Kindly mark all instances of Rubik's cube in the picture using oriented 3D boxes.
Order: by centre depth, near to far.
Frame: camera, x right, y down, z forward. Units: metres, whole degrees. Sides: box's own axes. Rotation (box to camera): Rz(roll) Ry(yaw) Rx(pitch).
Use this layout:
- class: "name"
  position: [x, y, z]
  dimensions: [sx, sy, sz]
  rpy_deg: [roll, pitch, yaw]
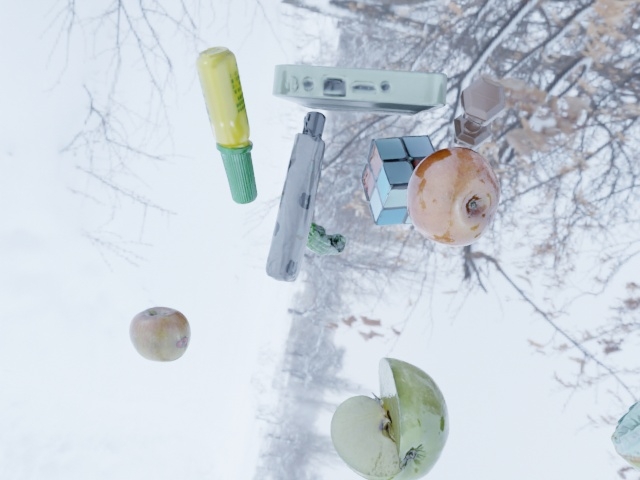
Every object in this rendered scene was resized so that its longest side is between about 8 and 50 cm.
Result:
- class: "Rubik's cube"
  position: [0.221, -0.161, 1.554]
  dimensions: [0.183, 0.167, 0.180]
  rpy_deg: [100, -21, -53]

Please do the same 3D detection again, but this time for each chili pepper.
- class: "chili pepper"
  position: [0.004, -0.004, 1.761]
  dimensions: [0.257, 0.074, 0.100]
  rpy_deg: [27, 56, -61]

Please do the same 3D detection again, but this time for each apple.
- class: "apple"
  position: [-0.222, 0.131, 0.794]
  dimensions: [0.084, 0.083, 0.071]
  rpy_deg: [-75, 167, -78]
- class: "apple"
  position: [0.275, -0.086, 1.163]
  dimensions: [0.162, 0.201, 0.201]
  rpy_deg: [-134, -132, -56]
- class: "apple"
  position: [0.192, 0.459, 1.421]
  dimensions: [0.295, 0.233, 0.258]
  rpy_deg: [-56, -149, 14]

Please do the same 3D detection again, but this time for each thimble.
- class: "thimble"
  position: [0.924, 0.504, 1.518]
  dimensions: [0.254, 0.167, 0.288]
  rpy_deg: [-34, 157, -35]

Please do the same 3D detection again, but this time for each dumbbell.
- class: "dumbbell"
  position: [0.332, -0.263, 1.216]
  dimensions: [0.082, 0.092, 0.231]
  rpy_deg: [-63, 170, -3]

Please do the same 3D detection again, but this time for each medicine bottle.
- class: "medicine bottle"
  position: [-0.174, -0.217, 1.122]
  dimensions: [0.111, 0.076, 0.309]
  rpy_deg: [-79, 161, -60]

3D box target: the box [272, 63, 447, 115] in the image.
- class: "box"
  position: [0.095, -0.341, 1.323]
  dimensions: [0.373, 0.366, 0.091]
  rpy_deg: [-58, 151, -76]

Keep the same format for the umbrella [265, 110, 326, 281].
- class: "umbrella"
  position: [-0.042, -0.086, 1.116]
  dimensions: [0.073, 0.067, 0.338]
  rpy_deg: [32, 69, -81]
